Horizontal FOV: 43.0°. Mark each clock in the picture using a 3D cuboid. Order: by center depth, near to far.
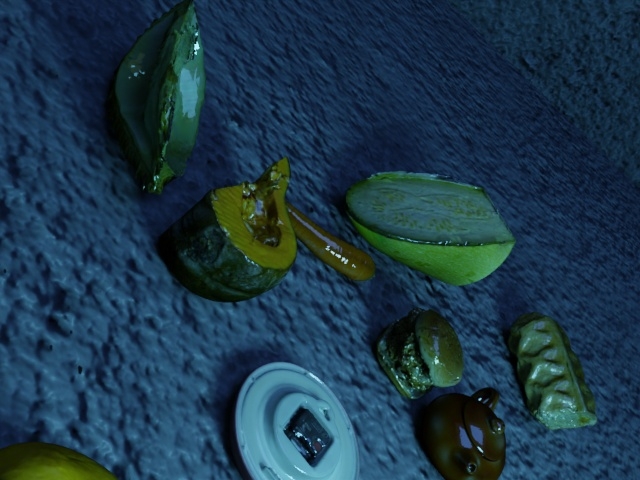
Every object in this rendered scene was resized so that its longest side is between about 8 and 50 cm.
[{"bbox_3d":[-0.033,0.295,1.205,0.244,0.056,0.244,31,39,-30],"label":"clock"}]

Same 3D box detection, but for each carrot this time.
[{"bbox_3d":[0.000,0.000,1.504,0.271,0.062,0.066,33,72,-21],"label":"carrot"}]

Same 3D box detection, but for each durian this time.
[{"bbox_3d":[-0.232,-0.222,1.294,0.163,0.198,0.394,32,42,-31],"label":"durian"}]

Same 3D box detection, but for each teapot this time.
[{"bbox_3d":[0.280,0.342,1.467,0.178,0.135,0.252,53,35,-8],"label":"teapot"}]

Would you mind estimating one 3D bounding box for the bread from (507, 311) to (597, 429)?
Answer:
[{"bbox_3d":[0.503,0.282,1.791,0.152,0.130,0.267,17,47,-36],"label":"bread"}]

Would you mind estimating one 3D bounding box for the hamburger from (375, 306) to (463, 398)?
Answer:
[{"bbox_3d":[0.197,0.201,1.494,0.159,0.131,0.185,55,30,-4],"label":"hamburger"}]

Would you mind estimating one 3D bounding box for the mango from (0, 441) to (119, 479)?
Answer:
[{"bbox_3d":[-0.261,0.328,0.859,0.316,0.119,0.176,53,30,-17],"label":"mango"}]

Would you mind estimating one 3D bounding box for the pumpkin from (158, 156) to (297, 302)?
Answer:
[{"bbox_3d":[-0.145,-0.037,1.291,0.190,0.139,0.280,27,41,-35],"label":"pumpkin"}]

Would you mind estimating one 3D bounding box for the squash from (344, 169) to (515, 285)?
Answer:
[{"bbox_3d":[0.203,-0.055,1.660,0.309,0.210,0.233,31,28,-37],"label":"squash"}]
